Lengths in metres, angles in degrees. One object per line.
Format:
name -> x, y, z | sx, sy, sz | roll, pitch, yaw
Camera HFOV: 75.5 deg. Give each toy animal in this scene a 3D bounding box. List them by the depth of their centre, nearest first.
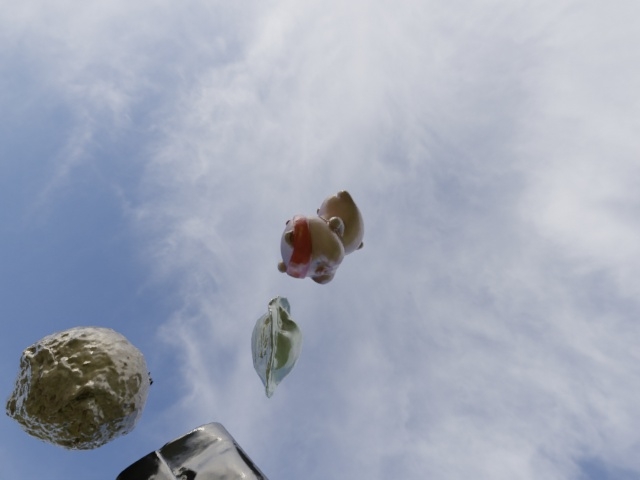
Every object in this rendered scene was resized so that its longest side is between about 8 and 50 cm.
toy animal -> 0.000, 0.000, 0.877 | 0.198, 0.171, 0.171 | -36, -97, -25

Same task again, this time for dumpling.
dumpling -> -0.111, 0.241, 1.000 | 0.131, 0.252, 0.179 | 10, -50, 5

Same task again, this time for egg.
egg -> -0.521, 0.316, 0.907 | 0.310, 0.279, 0.279 | 1, -94, 37

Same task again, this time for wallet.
wallet -> -0.180, 0.469, 0.696 | 0.228, 0.406, 0.062 | -16, -71, -37
